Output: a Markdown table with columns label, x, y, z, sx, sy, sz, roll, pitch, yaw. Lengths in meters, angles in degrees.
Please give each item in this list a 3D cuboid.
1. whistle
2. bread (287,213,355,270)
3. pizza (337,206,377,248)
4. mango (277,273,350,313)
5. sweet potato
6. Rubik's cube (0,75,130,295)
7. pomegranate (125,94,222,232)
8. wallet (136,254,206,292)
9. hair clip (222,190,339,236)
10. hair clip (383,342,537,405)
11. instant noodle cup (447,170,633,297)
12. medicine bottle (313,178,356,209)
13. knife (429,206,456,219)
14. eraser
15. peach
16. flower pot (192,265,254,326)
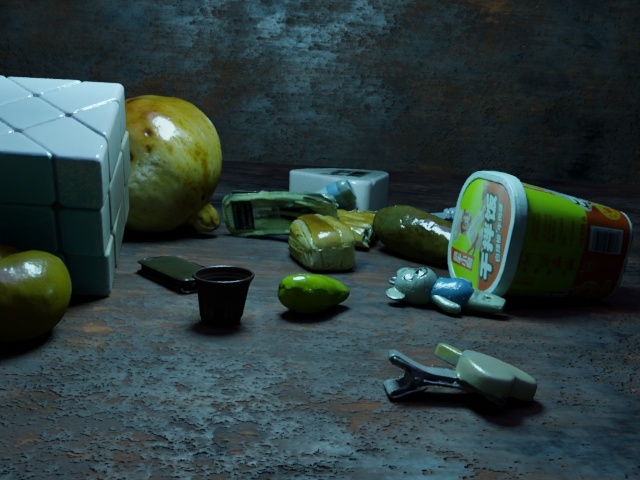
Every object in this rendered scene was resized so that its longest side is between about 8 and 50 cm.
| label | x | y | z | sx | sy | sz | roll | pitch | yaw |
| --- | --- | --- | --- | --- | --- | --- | --- | --- | --- |
| whistle | 0.249 | 0.101 | 1.524 | 0.235 | 0.077 | 0.114 | 12 | 34 | 21 |
| bread | 0.000 | 0.000 | 1.830 | 0.139 | 0.106 | 0.236 | -3 | 13 | -19 |
| pizza | 0.102 | -0.036 | 2.114 | 0.287 | 0.075 | 0.279 | -4 | 19 | -40 |
| mango | -0.011 | 0.102 | 1.448 | 0.165 | 0.074 | 0.091 | 9 | -1 | -43 |
| sweet potato | 0.291 | -0.003 | 1.888 | 0.422 | 0.131 | 0.130 | 16 | 17 | 39 |
| Rubik's cube | -0.549 | -0.109 | 1.477 | 0.321 | 0.316 | 0.319 | 3 | 35 | -8 |
| pomegranate | -0.418 | -0.174 | 2.000 | 0.409 | 0.411 | 0.410 | 4 | 12 | -1 |
| wallet | -0.296 | 0.068 | 1.606 | 0.110 | 0.031 | 0.198 | -8 | 17 | -41 |
| hair clip | -0.096 | -0.077 | 2.012 | 0.321 | 0.139 | 0.091 | 3 | 29 | 21 |
| hair clip | 0.203 | 0.195 | 1.114 | 0.218 | 0.071 | 0.159 | 8 | 10 | -1 |
| instant noodle cup | 0.475 | 0.005 | 1.647 | 0.307 | 0.294 | 0.294 | 8 | 11 | -16 |
| medicine bottle | -0.001 | -0.104 | 2.206 | 0.208 | 0.090 | 0.054 | -27 | 52 | 11 |
| knife | 0.386 | -0.080 | 2.484 | 0.331 | 0.044 | 0.080 | -6 | 22 | -15 |
| eraser | 0.081 | -0.137 | 2.380 | 0.331 | 0.150 | 0.331 | 4 | 14 | -1 |
| peach | -0.526 | 0.078 | 1.232 | 0.251 | 0.153 | 0.251 | 8 | 18 | -2 |
| flower pot | -0.173 | 0.101 | 1.355 | 0.111 | 0.089 | 0.111 | 3 | 13 | -1 |
